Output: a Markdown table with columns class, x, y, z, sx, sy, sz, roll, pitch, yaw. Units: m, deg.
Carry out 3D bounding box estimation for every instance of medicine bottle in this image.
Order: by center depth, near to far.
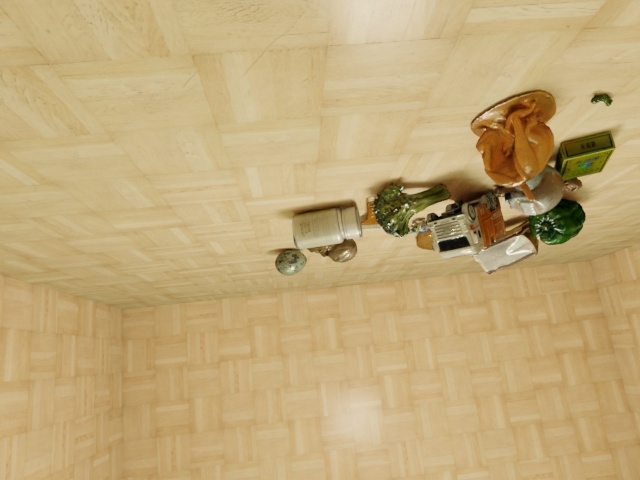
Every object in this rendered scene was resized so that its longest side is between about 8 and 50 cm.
| class | x | y | z | sx | sy | sz | roll | pitch | yaw |
| --- | --- | --- | --- | --- | --- | --- | --- | --- | --- |
| medicine bottle | 0.028 | -0.052 | 1.723 | 0.258 | 0.143 | 0.143 | -8 | 165 | 10 |

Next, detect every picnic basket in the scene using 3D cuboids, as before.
| class | x | y | z | sx | sy | sz | roll | pitch | yaw |
| --- | --- | --- | --- | --- | --- | --- | --- | --- | --- |
| picnic basket | 0.000 | 0.000 | 1.932 | 0.137 | 0.128 | 0.178 | -8 | 156 | 12 |

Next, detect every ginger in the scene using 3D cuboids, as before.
| class | x | y | z | sx | sy | sz | roll | pitch | yaw |
| --- | --- | --- | --- | --- | --- | --- | --- | --- | --- |
| ginger | 0.794 | -0.200 | 1.631 | 0.290 | 0.084 | 0.122 | -7 | 170 | 34 |

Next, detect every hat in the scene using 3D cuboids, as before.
| class | x | y | z | sx | sy | sz | roll | pitch | yaw |
| --- | --- | --- | --- | --- | --- | --- | --- | --- | --- |
| hat | 0.529 | -0.215 | 1.150 | 0.233 | 0.233 | 0.244 | -3 | 166 | -17 |

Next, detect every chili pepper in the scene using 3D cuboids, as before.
| class | x | y | z | sx | sy | sz | roll | pitch | yaw |
| --- | --- | --- | --- | --- | --- | --- | --- | --- | --- |
| chili pepper | 0.709 | -0.354 | 1.117 | 0.083 | 0.022 | 0.027 | -4 | 164 | -27 |
| chili pepper | 1.026 | -0.108 | 1.917 | 0.385 | 0.213 | 0.167 | -18 | 134 | -48 |

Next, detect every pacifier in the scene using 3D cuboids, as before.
| class | x | y | z | sx | sy | sz | roll | pitch | yaw |
| --- | --- | --- | --- | --- | --- | --- | --- | --- | --- |
| pacifier | 0.445 | -0.073 | 2.019 | 0.064 | 0.083 | 0.068 | 26 | 141 | 27 |

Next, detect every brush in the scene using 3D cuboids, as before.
| class | x | y | z | sx | sy | sz | roll | pitch | yaw |
| --- | --- | --- | --- | --- | --- | --- | --- | --- | --- |
| brush | 0.209 | -0.099 | 1.796 | 0.090 | 0.017 | 0.314 | -4 | 162 | 3 |

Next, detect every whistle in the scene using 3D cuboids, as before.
| class | x | y | z | sx | sy | sz | roll | pitch | yaw |
| --- | --- | --- | --- | --- | --- | --- | --- | --- | --- |
| whistle | 0.681 | -0.213 | 1.452 | 0.189 | 0.189 | 0.348 | -17 | 140 | 34 |

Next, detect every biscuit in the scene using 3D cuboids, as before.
| class | x | y | z | sx | sy | sz | roll | pitch | yaw |
| --- | --- | --- | --- | --- | --- | --- | --- | --- | --- |
| biscuit | 0.685 | -0.012 | 2.323 | 0.365 | 0.062 | 0.385 | -15 | 163 | 25 |

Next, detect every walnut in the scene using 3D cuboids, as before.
| class | x | y | z | sx | sy | sz | roll | pitch | yaw |
| --- | --- | --- | --- | --- | --- | --- | --- | --- | --- |
| walnut | 0.101 | 0.040 | 2.125 | 0.140 | 0.140 | 0.162 | 7 | 149 | -42 |

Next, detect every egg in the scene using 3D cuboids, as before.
| class | x | y | z | sx | sy | sz | roll | pitch | yaw |
| --- | --- | --- | --- | --- | --- | --- | --- | --- | --- |
| egg | -0.151 | 0.112 | 2.291 | 0.172 | 0.132 | 0.132 | -12 | 169 | -27 |

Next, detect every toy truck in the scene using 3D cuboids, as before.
| class | x | y | z | sx | sy | sz | roll | pitch | yaw |
| --- | --- | --- | --- | --- | --- | --- | --- | --- | --- |
| toy truck | 0.565 | -0.049 | 1.683 | 0.173 | 0.207 | 0.387 | -15 | -176 | 42 |

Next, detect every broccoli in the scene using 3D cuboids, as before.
| class | x | y | z | sx | sy | sz | roll | pitch | yaw |
| --- | --- | --- | --- | --- | --- | --- | --- | --- | --- |
| broccoli | 0.310 | -0.149 | 1.583 | 0.275 | 0.177 | 0.198 | -39 | 120 | 10 |

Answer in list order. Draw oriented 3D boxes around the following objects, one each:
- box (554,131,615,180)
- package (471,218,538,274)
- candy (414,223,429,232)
| class | x | y | z | sx | sy | sz | roll | pitch | yaw |
| --- | --- | --- | --- | --- | --- | --- | --- | --- | --- |
| box | 0.845 | -0.265 | 1.433 | 0.141 | 0.064 | 0.220 | -12 | 166 | 21 |
| package | 0.926 | 0.005 | 2.263 | 0.165 | 0.221 | 0.311 | 32 | 144 | -18 |
| candy | 0.489 | -0.060 | 2.088 | 0.136 | 0.038 | 0.088 | -20 | 180 | 37 |
